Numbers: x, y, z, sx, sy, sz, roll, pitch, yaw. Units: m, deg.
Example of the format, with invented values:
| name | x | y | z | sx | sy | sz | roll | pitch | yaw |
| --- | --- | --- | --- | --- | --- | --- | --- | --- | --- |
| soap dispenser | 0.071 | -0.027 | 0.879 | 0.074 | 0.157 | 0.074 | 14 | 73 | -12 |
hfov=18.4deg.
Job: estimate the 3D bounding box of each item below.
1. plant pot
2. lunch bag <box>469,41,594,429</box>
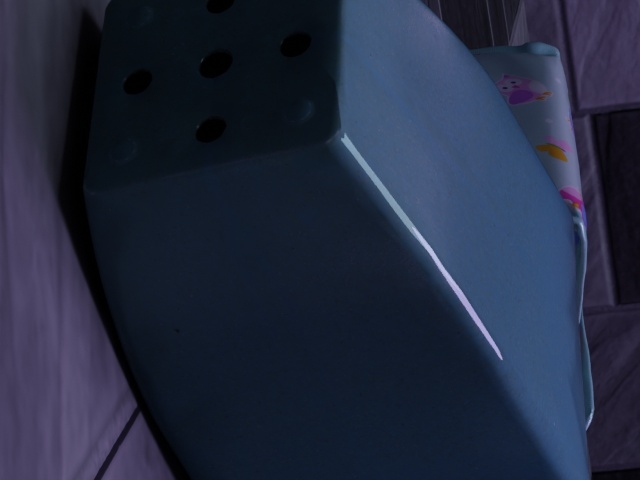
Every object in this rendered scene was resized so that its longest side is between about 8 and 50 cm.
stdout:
| name | x | y | z | sx | sy | sz | roll | pitch | yaw |
| --- | --- | --- | --- | --- | --- | --- | --- | --- | --- |
| plant pot | 0.000 | 0.000 | 0.833 | 0.234 | 0.165 | 0.166 | 57 | 27 | -48 |
| lunch bag | 0.093 | 0.034 | 1.270 | 0.223 | 0.160 | 0.262 | -86 | 177 | -58 |
